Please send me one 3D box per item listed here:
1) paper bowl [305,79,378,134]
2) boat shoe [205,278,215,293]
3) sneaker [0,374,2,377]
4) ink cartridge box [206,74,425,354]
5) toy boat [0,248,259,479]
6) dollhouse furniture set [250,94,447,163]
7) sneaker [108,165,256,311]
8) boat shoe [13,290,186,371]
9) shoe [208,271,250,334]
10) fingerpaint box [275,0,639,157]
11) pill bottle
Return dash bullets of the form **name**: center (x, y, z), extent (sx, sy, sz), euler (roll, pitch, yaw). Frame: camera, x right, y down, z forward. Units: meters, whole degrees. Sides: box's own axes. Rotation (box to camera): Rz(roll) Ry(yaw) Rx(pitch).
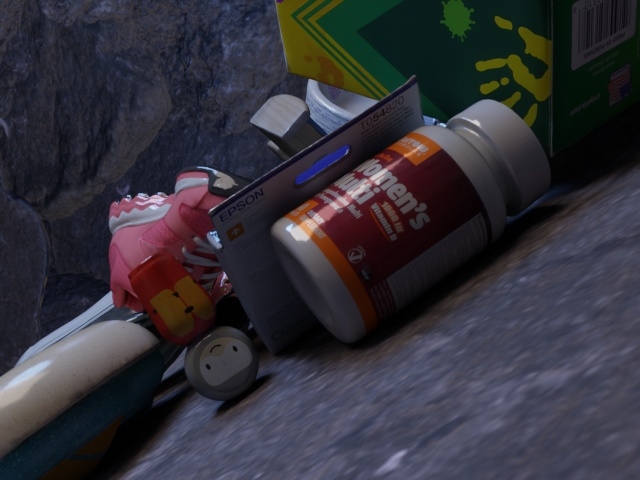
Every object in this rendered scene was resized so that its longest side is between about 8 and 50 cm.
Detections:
- **paper bowl**: center (0.108, -0.244, 1.736), extent (0.284, 0.284, 0.148), euler (-40, -33, -47)
- **boat shoe**: center (-0.113, 0.061, 1.294), extent (0.178, 0.064, 0.060), euler (-25, 2, 8)
- **sneaker**: center (-0.529, 0.286, 1.238), extent (0.341, 0.139, 0.125), euler (-31, 10, 28)
- **ink cartridge box**: center (0.008, -0.024, 0.795), extent (0.223, 0.045, 0.224), euler (-34, -38, -14)
- **toy boat**: center (-0.205, 0.148, 0.826), extent (0.318, 0.148, 0.267), euler (-38, -1, 26)
- **dollhouse furniture set**: center (0.077, -0.206, 1.162), extent (0.303, 0.198, 0.286), euler (-49, 27, -3)
- **sneaker**: center (-0.134, 0.014, 0.904), extent (0.116, 0.136, 0.314), euler (17, -18, -33)
- **boat shoe**: center (-0.283, 0.163, 1.044), extent (0.335, 0.121, 0.119), euler (-45, 29, 13)
- **shoe**: center (-0.097, 0.055, 1.028), extent (0.177, 0.064, 0.081), euler (-66, 18, -8)
- **fingerpaint box**: center (0.233, -0.286, 0.926), extent (0.445, 0.163, 0.371), euler (-31, 39, -30)
- **pill bottle**: center (0.077, -0.021, 0.722), extent (0.221, 0.121, 0.121), euler (-35, 7, -13)
